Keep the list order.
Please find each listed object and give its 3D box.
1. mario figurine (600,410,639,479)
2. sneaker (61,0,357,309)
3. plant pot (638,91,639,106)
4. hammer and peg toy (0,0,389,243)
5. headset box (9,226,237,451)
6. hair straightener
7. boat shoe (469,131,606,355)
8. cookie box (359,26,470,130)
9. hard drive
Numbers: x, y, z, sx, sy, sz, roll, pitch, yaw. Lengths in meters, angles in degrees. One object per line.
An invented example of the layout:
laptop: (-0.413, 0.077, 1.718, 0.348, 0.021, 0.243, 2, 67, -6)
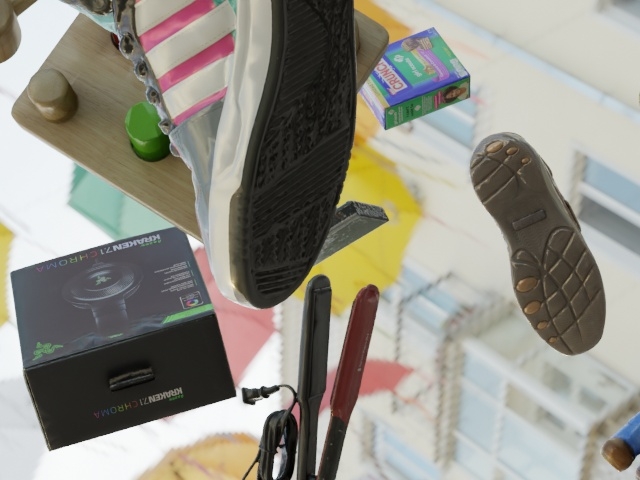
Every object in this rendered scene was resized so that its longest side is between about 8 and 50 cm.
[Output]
mario figurine: (0.555, 0.228, 2.292, 0.198, 0.170, 0.320, 29, -82, -42)
sneaker: (-0.083, -0.116, 0.878, 0.124, 0.178, 0.295, -19, -64, -53)
plant pot: (0.489, -0.122, 1.669, 0.212, 0.187, 0.212, -41, -31, -7)
hammer and peg toy: (-0.149, -0.181, 1.405, 0.266, 0.361, 0.127, -55, -10, -10)
headset box: (-0.257, 0.124, 1.990, 0.246, 0.283, 0.131, -15, -62, -7)
hair straightener: (-0.017, 0.135, 1.191, 0.047, 0.089, 0.230, -20, -58, -65)
boat shoe: (0.307, -0.002, 2.121, 0.116, 0.123, 0.324, -42, -68, -71)
cookie box: (0.100, -0.180, 1.735, 0.107, 0.092, 0.040, -23, -38, -11)
hard drive: (0.000, 0.000, 1.694, 0.135, 0.022, 0.094, -32, -15, 19)
